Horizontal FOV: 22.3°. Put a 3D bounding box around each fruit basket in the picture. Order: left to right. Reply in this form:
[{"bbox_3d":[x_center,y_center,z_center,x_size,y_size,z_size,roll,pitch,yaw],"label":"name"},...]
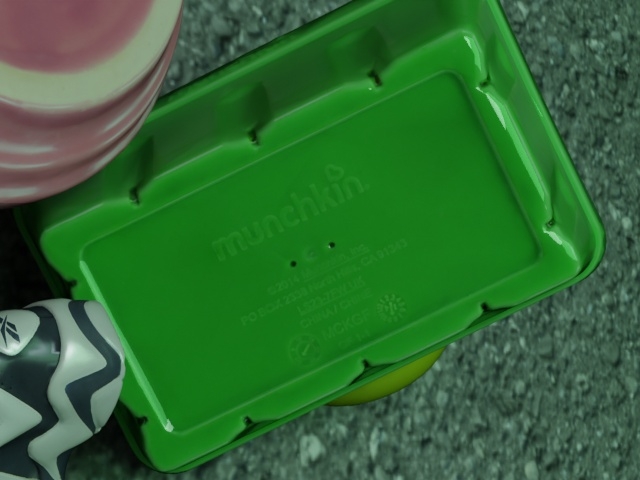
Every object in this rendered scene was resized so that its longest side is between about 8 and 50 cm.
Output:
[{"bbox_3d":[0.000,0.000,1.137,0.392,0.392,0.283,-34,101,-47],"label":"fruit basket"}]

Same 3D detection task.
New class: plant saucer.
[{"bbox_3d":[-0.191,-0.186,0.909,0.332,0.084,0.332,15,69,-46],"label":"plant saucer"}]

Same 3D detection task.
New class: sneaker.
[{"bbox_3d":[-0.221,0.132,0.933,0.153,0.235,0.094,5,40,-35],"label":"sneaker"}]
